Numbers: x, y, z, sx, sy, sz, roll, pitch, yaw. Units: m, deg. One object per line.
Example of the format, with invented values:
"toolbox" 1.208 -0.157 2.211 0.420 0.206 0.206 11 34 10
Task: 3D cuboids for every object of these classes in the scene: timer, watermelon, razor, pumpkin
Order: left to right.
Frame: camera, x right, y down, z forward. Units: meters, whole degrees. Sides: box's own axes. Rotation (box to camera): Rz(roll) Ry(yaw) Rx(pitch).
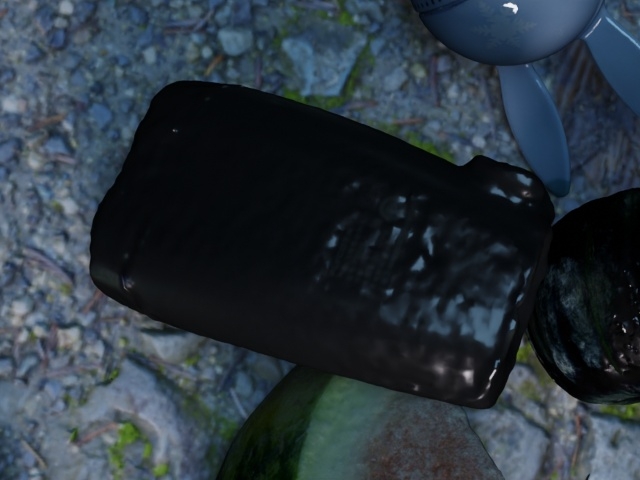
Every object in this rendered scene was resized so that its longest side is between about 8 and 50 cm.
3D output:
"razor" 0.000 -0.001 1.242 0.327 0.107 0.189 17 76 19
"watermelon" 0.027 0.212 1.285 0.232 0.193 0.310 25 62 11
"timer" 0.174 -0.184 1.354 0.255 0.175 0.175 44 77 -32
"pumpkin" 0.265 0.038 1.285 0.233 0.233 0.163 -4 77 -11
